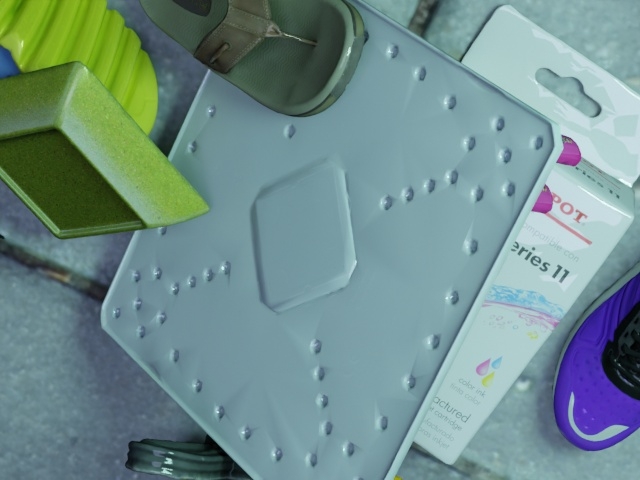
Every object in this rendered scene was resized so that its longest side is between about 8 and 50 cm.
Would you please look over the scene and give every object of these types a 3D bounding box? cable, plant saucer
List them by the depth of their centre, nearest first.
[{"bbox_3d":[-0.222,-0.065,1.569,0.188,0.045,0.188,-6,134,44],"label":"plant saucer"},{"bbox_3d":[-0.089,0.213,1.582,0.139,0.287,0.072,17,92,9],"label":"cable"}]

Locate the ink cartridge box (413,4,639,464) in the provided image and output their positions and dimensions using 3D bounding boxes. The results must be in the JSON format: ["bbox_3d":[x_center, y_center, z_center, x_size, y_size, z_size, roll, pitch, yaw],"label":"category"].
[{"bbox_3d":[0.136,-0.007,1.569,0.207,0.119,0.353,34,107,1],"label":"ink cartridge box"}]

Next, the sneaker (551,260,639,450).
[{"bbox_3d":[0.300,0.074,1.550,0.102,0.146,0.293,35,106,-1],"label":"sneaker"}]

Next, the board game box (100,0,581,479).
[{"bbox_3d":[0.000,0.000,1.503,0.390,0.050,0.390,39,109,42],"label":"board game box"}]

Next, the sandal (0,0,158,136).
[{"bbox_3d":[-0.289,-0.183,1.608,0.317,0.126,0.138,36,144,-9],"label":"sandal"}]

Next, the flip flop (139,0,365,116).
[{"bbox_3d":[-0.074,-0.189,1.512,0.277,0.080,0.112,34,106,36],"label":"flip flop"}]
